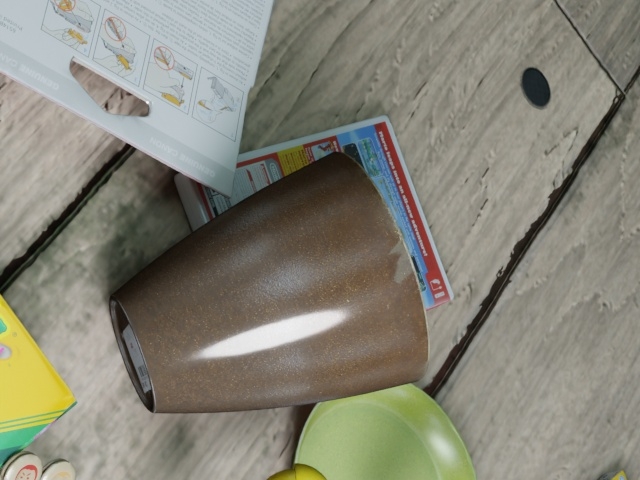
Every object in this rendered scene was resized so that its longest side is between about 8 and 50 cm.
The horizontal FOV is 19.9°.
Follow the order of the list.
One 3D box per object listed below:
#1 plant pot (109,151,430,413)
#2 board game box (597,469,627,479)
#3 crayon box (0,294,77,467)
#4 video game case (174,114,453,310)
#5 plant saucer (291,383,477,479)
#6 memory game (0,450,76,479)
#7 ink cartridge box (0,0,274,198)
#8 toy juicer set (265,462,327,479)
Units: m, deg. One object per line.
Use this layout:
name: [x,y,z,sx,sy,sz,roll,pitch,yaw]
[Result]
plant pot: [-0.056,0.061,1.572,0.230,0.215,0.215,-20,89,-16]
board game box: [0.317,0.336,1.939,0.103,0.026,0.154,-30,96,-44]
crayon box: [-0.334,0.063,1.371,0.165,0.081,0.278,-40,104,-23]
video game case: [0.000,0.000,1.770,0.285,0.025,0.204,-18,88,-44]
plant saucer: [0.057,0.247,1.725,0.241,0.037,0.241,16,64,-37]
memory game: [-0.246,0.245,1.394,0.186,0.012,0.186,-27,130,-37]
ink cartridge box: [-0.186,-0.201,1.643,0.296,0.066,0.261,30,57,-31]
toy juicer set: [-0.031,0.287,1.570,0.329,0.089,0.209,11,98,-44]
